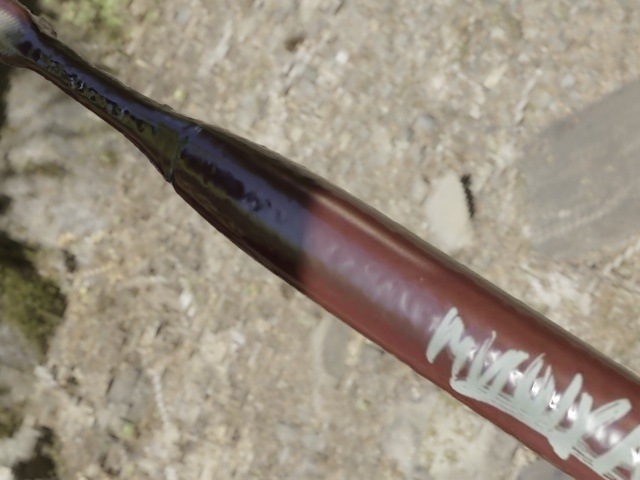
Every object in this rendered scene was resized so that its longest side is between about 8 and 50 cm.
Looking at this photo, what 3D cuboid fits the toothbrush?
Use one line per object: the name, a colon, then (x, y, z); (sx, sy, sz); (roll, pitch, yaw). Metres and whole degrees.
toothbrush: (0.000, 0.000, 0.505); (0.364, 0.041, 0.041); (33, 95, 25)
